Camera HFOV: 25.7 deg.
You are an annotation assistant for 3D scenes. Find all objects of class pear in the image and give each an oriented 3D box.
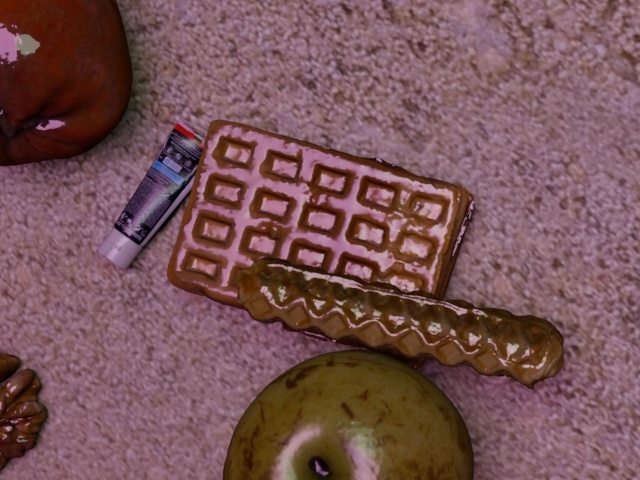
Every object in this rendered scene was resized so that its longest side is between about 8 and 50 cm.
[{"bbox_3d":[0.032,0.255,1.528,0.283,0.283,0.284,-1,84,14],"label":"pear"}]

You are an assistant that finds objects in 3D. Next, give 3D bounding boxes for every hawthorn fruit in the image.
[{"bbox_3d":[-0.356,-0.245,1.681,0.276,0.277,0.298,3,58,14],"label":"hawthorn fruit"}]

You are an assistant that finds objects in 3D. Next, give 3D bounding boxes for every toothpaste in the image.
[{"bbox_3d":[-0.199,-0.051,1.728,0.071,0.045,0.193,34,87,6],"label":"toothpaste"}]

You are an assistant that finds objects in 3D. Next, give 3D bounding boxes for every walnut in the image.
[{"bbox_3d":[-0.422,0.221,1.742,0.143,0.069,0.170,38,91,16],"label":"walnut"}]

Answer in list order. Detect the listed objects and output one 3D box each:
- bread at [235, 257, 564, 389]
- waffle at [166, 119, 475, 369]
[{"bbox_3d":[0.084,0.086,1.531,0.367,0.077,0.084,12,56,9],"label":"bread"},{"bbox_3d":[0.000,0.000,1.645,0.327,0.098,0.224,17,91,15],"label":"waffle"}]
